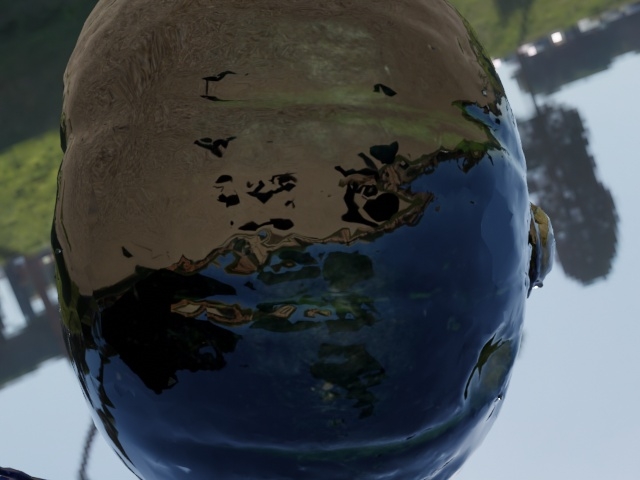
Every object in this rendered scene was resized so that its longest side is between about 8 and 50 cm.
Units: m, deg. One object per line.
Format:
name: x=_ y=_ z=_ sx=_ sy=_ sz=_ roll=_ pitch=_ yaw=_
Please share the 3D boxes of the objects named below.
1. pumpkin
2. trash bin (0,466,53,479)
pumpkin: x=0.000 y=0.000 z=0.730 sx=0.238 sy=0.315 sz=0.315 roll=-3 pitch=-170 yaw=-1
trash bin: x=-0.170 y=0.196 z=0.492 sx=0.184 sy=0.162 sz=0.234 roll=-54 pitch=-158 yaw=41
